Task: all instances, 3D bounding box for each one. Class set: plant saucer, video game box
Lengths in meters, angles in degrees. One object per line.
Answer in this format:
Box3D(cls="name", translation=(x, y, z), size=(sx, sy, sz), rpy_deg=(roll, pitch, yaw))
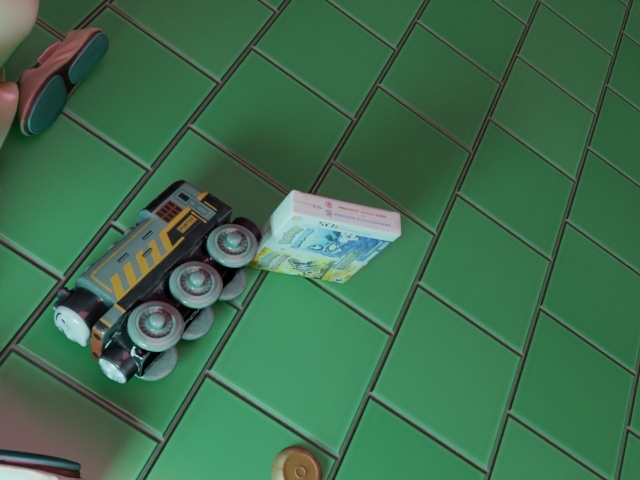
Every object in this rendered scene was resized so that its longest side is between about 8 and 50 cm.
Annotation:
Box3D(cls="plant saucer", translation=(-0.032, 0.348, 1.192), size=(0.083, 0.015, 0.083), rpy_deg=(13, 58, -22))
Box3D(cls="video game box", translation=(0.000, 0.000, 1.284), size=(0.187, 0.205, 0.048), rpy_deg=(13, 60, -21))

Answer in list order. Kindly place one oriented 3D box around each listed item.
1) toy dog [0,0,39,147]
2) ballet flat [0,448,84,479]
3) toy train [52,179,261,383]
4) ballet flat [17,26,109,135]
Box3D(cls="toy dog", translation=(-0.599, -0.290, 1.025), size=(0.408, 0.395, 0.284), rpy_deg=(7, 69, -34))
Box3D(cls="ballet flat", translation=(-0.484, 0.283, 0.930), size=(0.400, 0.139, 0.139), rpy_deg=(20, 56, -18))
Box3D(cls="toy train", translation=(-0.234, 0.057, 1.182), size=(0.190, 0.142, 0.334), rpy_deg=(34, 54, 9))
Box3D(cls="ballet flat", translation=(-0.435, -0.263, 1.291), size=(0.086, 0.086, 0.248), rpy_deg=(33, 52, -8))
